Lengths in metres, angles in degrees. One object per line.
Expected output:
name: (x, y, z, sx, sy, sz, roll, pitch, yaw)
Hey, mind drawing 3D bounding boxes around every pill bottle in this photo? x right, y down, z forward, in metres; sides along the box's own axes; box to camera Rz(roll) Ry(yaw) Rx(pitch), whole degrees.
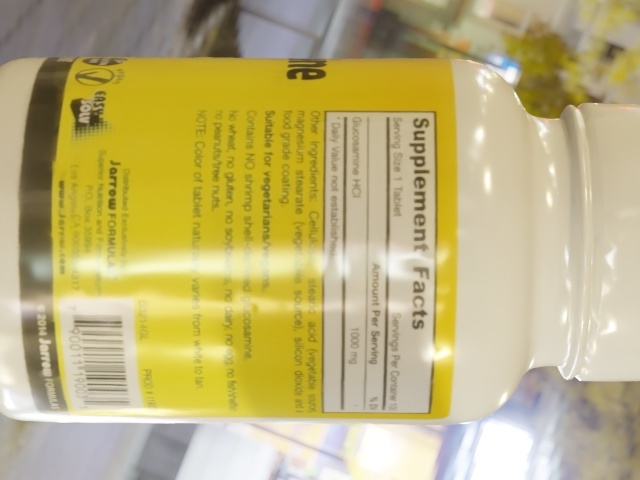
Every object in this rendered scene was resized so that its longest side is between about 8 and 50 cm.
pill bottle: (0.000, 0.000, 0.909, 0.188, 0.334, 0.187, 1, 90, -90)
